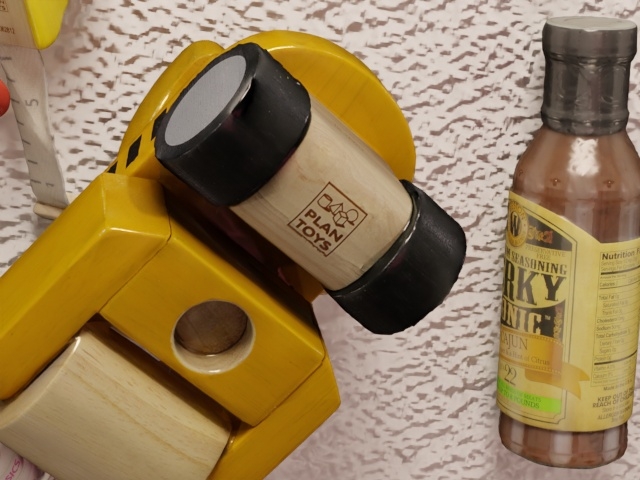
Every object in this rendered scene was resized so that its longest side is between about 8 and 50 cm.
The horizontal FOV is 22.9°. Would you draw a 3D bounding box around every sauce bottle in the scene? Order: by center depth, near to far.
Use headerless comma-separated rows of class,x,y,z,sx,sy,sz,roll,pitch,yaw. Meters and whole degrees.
sauce bottle,0.197,0.001,1.222,0.111,0.111,0.344,-4,105,-18

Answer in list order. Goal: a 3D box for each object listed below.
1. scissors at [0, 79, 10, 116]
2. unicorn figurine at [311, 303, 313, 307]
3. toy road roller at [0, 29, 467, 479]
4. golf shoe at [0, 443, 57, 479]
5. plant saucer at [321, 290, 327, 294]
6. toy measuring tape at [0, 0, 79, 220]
scissors,-0.341,-0.145,1.005,0.297,0.109,0.021,28,65,-22
unicorn figurine,-0.064,0.094,1.191,0.111,0.060,0.162,4,90,-8
toy road roller,-0.079,0.006,1.068,0.202,0.240,0.329,40,101,-25
golf shoe,-0.212,0.165,1.113,0.306,0.140,0.115,35,91,-25
plant saucer,0.000,0.000,1.203,0.083,0.015,0.083,-5,107,-17
toy measuring tape,-0.181,-0.170,1.057,0.121,0.121,0.330,-18,127,-13
